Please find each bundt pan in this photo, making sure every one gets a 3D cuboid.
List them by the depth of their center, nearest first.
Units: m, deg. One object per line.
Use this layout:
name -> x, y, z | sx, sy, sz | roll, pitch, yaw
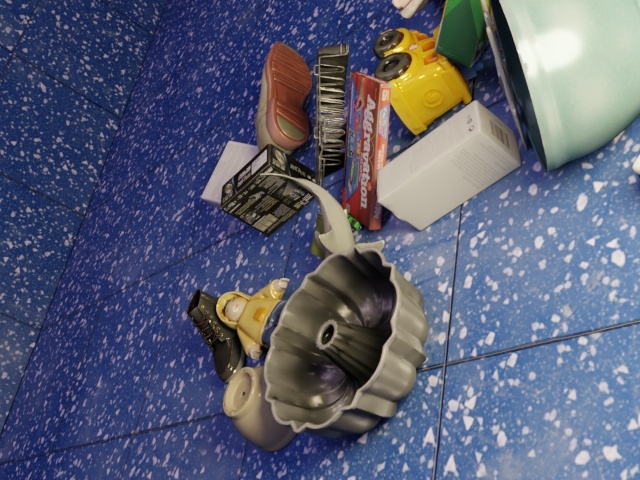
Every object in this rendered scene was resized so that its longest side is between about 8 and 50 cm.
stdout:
bundt pan -> 0.053, 0.180, 1.320 | 0.331, 0.124, 0.331 | -35, 39, 34

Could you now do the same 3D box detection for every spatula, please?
spatula -> 0.292, -0.283, 1.281 | 0.019, 0.242, 0.168 | -15, 45, 19

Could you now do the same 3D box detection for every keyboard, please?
keyboard -> 0.063, -0.212, 1.754 | 0.192, 0.038, 0.100 | -23, 69, 44

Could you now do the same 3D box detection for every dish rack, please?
dish rack -> 0.018, -0.247, 1.631 | 0.208, 0.074, 0.272 | 92, 179, -63

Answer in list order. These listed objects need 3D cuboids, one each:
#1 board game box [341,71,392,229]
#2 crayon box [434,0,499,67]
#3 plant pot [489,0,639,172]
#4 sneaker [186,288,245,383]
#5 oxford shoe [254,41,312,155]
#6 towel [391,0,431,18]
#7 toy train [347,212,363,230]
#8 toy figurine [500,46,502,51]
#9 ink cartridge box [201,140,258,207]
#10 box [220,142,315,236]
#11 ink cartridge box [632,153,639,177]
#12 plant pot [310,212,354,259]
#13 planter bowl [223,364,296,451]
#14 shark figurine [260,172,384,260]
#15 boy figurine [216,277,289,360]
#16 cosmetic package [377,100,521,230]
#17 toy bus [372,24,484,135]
board game box -> 0.087, -0.175, 1.528 | 0.145, 0.027, 0.281 | -139, 47, -60
crayon box -> 0.303, -0.480, 1.329 | 0.203, 0.083, 0.323 | -46, -23, -33
plant pot -> 0.376, -0.267, 1.128 | 0.196, 0.293, 0.293 | -18, 44, 13
sneaker -> -0.236, 0.210, 1.719 | 0.083, 0.118, 0.222 | -44, 33, 23
oxford shoe -> -0.117, -0.361, 2.034 | 0.146, 0.140, 0.397 | -42, 32, 39
towel -> 0.296, -0.585, 1.567 | 0.317, 0.053, 0.332 | -42, 4, 29
toy train -> 0.062, -0.042, 1.600 | 0.017, 0.023, 0.083 | -56, 31, 4
toy figurine -> 0.469, -0.447, 1.297 | 0.217, 0.191, 0.362 | 29, 71, 26
ink cartridge box -> -0.196, -0.162, 2.076 | 0.224, 0.056, 0.181 | 17, 77, 40
box -> -0.117, -0.113, 1.803 | 0.180, 0.147, 0.078 | -39, 36, 32
ink cartridge box -> 0.584, -0.174, 0.912 | 0.330, 0.071, 0.324 | -56, 30, -1
plant pot -> 0.015, -0.003, 1.590 | 0.083, 0.083, 0.079 | 39, 108, 59
planter bowl -> -0.112, 0.300, 1.470 | 0.162, 0.109, 0.162 | -35, 39, 34
shark figurine -> 0.005, -0.028, 1.488 | 0.166, 0.116, 0.278 | -26, 83, 28
boy figurine -> -0.117, 0.155, 1.626 | 0.285, 0.092, 0.177 | 14, 78, 55
cosmetic package -> 0.217, -0.124, 1.357 | 0.231, 0.117, 0.086 | -33, 38, 34
toy bus -> 0.223, -0.348, 1.533 | 0.211, 0.149, 0.220 | -26, 40, 23
